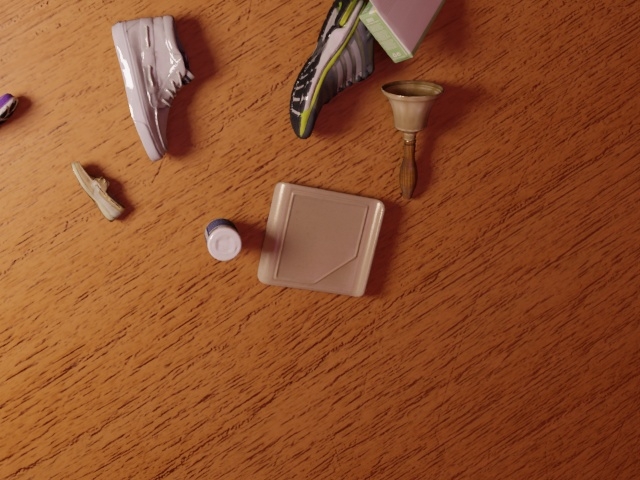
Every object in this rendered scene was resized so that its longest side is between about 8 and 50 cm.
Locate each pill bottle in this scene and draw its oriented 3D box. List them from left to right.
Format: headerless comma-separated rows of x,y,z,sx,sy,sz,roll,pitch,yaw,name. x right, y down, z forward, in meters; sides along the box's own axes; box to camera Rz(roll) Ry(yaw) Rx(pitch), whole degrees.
-0.195,-0.007,1.313,0.067,0.120,0.067,-4,106,-13,pill bottle

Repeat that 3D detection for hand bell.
0.185,-0.200,1.382,0.126,0.126,0.242,-7,119,-12,hand bell

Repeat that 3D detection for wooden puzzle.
0.000,0.000,1.410,0.238,0.044,0.221,10,103,-12,wooden puzzle

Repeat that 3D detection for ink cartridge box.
0.128,-0.481,1.245,0.235,0.056,0.171,43,65,-29,ink cartridge box

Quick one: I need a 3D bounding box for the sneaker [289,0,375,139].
0.037,-0.329,1.294,0.121,0.111,0.300,24,100,-23,sneaker

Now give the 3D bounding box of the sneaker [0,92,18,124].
-0.625,-0.222,1.179,0.169,0.068,0.071,-27,104,-5,sneaker

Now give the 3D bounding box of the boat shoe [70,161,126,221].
-0.426,-0.100,1.272,0.045,0.050,0.135,-34,120,-7,boat shoe

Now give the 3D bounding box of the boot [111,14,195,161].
-0.292,-0.283,1.226,0.123,0.095,0.259,-12,107,-3,boot
